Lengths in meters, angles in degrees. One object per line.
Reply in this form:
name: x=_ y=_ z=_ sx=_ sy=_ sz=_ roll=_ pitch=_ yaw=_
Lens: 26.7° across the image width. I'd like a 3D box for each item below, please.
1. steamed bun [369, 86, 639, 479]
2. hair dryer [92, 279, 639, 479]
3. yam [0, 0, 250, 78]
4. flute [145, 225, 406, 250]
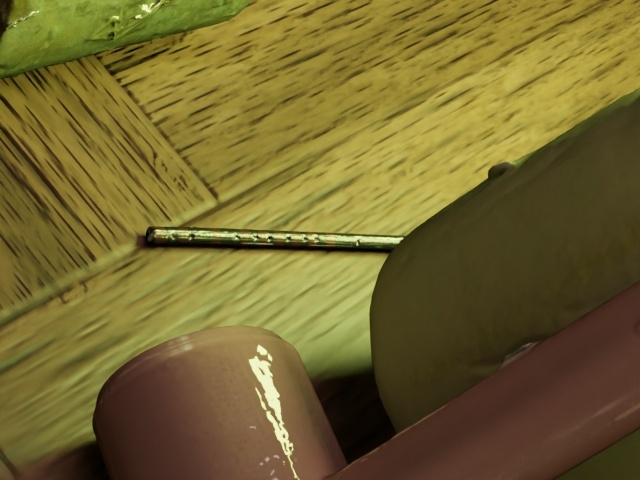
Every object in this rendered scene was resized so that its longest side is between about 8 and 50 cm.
steamed bun: x=0.291 y=0.085 z=0.806 sx=0.456 sy=0.371 sz=0.289 roll=17 pitch=57 yaw=-36
hair dryer: x=0.050 y=0.099 z=0.672 sx=0.125 sy=0.352 sz=0.210 roll=18 pitch=42 yaw=-54
yam: x=-0.169 y=-0.196 z=0.888 sx=0.268 sy=0.161 sz=0.161 roll=-23 pitch=71 yaw=-45
flute: x=0.000 y=0.000 z=0.945 sx=0.270 sy=0.014 sz=0.014 roll=2 pitch=56 yaw=-32
